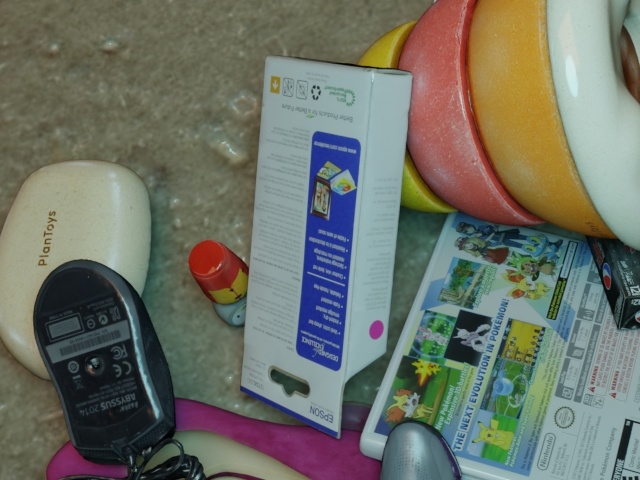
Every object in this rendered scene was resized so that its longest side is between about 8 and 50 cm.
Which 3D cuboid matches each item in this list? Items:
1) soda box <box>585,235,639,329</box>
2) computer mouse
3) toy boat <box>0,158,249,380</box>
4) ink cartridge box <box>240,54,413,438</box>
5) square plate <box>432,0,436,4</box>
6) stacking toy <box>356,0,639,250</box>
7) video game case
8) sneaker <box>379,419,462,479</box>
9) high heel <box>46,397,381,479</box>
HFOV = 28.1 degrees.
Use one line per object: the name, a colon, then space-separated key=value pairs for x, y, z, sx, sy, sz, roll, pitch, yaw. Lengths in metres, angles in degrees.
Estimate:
soda box: x=0.326 y=0.015 z=1.362 sx=0.060 sy=0.053 sz=0.169 roll=-4 pitch=46 yaw=-4
computer mouse: x=-0.220 y=0.153 z=1.331 sx=0.188 sy=0.072 sz=0.272 roll=-13 pitch=88 yaw=16
toy boat: x=-0.220 y=0.042 z=1.458 sx=0.318 sy=0.148 sz=0.267 roll=4 pitch=68 yaw=19
ink cartridge box: x=0.000 y=0.000 z=1.323 sx=0.176 sy=0.069 sz=0.370 roll=17 pitch=104 yaw=49
square plate: x=0.312 y=-0.284 z=1.510 sx=0.347 sy=0.049 sz=0.344 roll=13 pitch=76 yaw=14
stacking toy: x=0.139 y=-0.139 z=1.356 sx=0.480 sy=0.351 sz=0.350 roll=-8 pitch=69 yaw=33
video game case: x=0.233 y=0.124 z=1.330 sx=0.300 sy=0.036 sz=0.329 roll=14 pitch=51 yaw=14
sneaker: x=0.091 y=0.281 z=1.186 sx=0.083 sy=0.098 sz=0.223 roll=-6 pitch=85 yaw=15
high heel: x=-0.111 y=0.249 z=1.328 sx=0.377 sy=0.181 sz=0.127 roll=-11 pitch=113 yaw=4
